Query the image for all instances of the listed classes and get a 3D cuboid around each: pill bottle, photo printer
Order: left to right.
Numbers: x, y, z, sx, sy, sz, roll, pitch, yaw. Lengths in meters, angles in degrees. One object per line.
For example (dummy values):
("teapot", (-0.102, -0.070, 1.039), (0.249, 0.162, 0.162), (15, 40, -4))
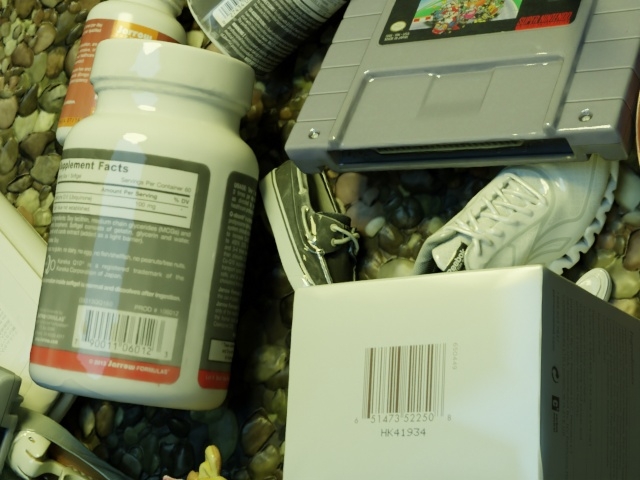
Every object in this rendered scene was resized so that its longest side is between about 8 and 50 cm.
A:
("photo printer", (-0.393, 0.111, 1.691), (0.307, 0.107, 0.256), (42, 101, 35))
("pill bottle", (-0.225, -0.202, 1.666), (0.121, 0.121, 0.216), (7, 80, 36))
("pill bottle", (-0.176, -0.014, 1.499), (0.210, 0.210, 0.363), (5, 84, 35))
("pill bottle", (-0.018, -0.302, 1.552), (0.245, 0.130, 0.130), (-40, 57, 17))

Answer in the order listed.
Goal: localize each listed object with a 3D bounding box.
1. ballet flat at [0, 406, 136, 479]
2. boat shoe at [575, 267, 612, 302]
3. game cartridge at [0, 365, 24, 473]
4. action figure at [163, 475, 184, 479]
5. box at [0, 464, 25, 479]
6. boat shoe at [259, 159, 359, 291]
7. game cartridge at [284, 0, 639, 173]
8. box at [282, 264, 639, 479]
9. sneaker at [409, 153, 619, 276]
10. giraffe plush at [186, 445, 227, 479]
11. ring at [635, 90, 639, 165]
("ballet flat", (-0.283, 0.245, 1.542), (0.213, 0.068, 0.072), (30, 103, 7))
("boat shoe", (0.231, 0.066, 1.323), (0.100, 0.035, 0.035), (-51, 54, 11))
("game cartridge", (-0.438, 0.264, 1.574), (0.198, 0.062, 0.297), (16, 89, 36))
("action figure", (-0.025, 0.353, 1.261), (0.370, 0.248, 0.275), (49, 133, -2))
("box", (-0.419, 0.359, 1.638), (0.275, 0.094, 0.113), (-29, 62, 23))
("boat shoe", (0.000, 0.000, 1.476), (0.070, 0.077, 0.219), (-37, 56, 21))
("game cartridge", (0.152, -0.172, 1.392), (0.355, 0.068, 0.230), (-1, 56, 34))
("box", (0.154, 0.147, 1.156), (0.215, 0.345, 0.168), (-7, 72, 33))
("sneaker", (0.169, -0.001, 1.338), (0.110, 0.118, 0.292), (41, 98, 38))
("giraffe plush", (-0.084, 0.302, 1.396), (0.181, 0.210, 0.170), (-47, 26, -4))
("ring", (0.437, -0.101, 1.206), (0.336, 0.032, 0.337), (-6, 73, 20))
